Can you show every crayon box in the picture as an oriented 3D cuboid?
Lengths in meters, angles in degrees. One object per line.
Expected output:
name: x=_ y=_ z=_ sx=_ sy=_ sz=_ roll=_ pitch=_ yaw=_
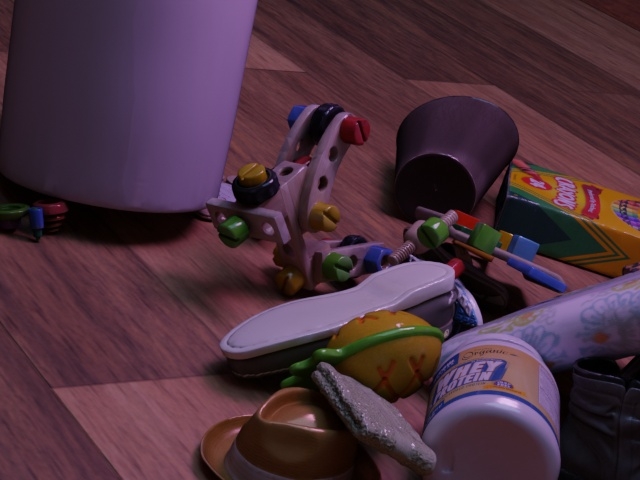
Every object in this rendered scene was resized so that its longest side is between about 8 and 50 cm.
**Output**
crayon box: x=0.440 y=-0.022 z=2.350 sx=0.318 sy=0.081 sz=0.202 roll=18 pitch=22 yaw=2

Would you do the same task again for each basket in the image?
basket: x=0.200 y=-0.119 z=2.315 sx=0.204 sy=0.154 sz=0.227 roll=-5 pitch=23 yaw=15

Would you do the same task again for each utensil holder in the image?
utensil holder: x=-0.253 y=-0.261 z=1.952 sx=0.327 sy=0.385 sz=0.327 roll=10 pitch=14 yaw=-3

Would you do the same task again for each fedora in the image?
fedora: x=-0.022 y=0.203 z=1.488 sx=0.194 sy=0.079 sz=0.194 roll=14 pitch=23 yaw=-6

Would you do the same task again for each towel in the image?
towel: x=0.356 y=0.095 z=1.789 sx=0.320 sy=0.090 sz=0.374 roll=-22 pitch=-5 yaw=36
towel: x=0.053 y=0.177 z=1.483 sx=0.110 sy=0.027 sz=0.148 roll=32 pitch=9 yaw=-28

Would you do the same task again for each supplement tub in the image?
supplement tub: x=0.183 y=0.194 z=1.569 sx=0.144 sy=0.144 sz=0.200 roll=18 pitch=22 yaw=2

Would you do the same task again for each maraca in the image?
maraca: x=0.048 y=0.131 z=1.594 sx=0.185 sy=0.127 sz=0.099 roll=-10 pitch=61 yaw=-21

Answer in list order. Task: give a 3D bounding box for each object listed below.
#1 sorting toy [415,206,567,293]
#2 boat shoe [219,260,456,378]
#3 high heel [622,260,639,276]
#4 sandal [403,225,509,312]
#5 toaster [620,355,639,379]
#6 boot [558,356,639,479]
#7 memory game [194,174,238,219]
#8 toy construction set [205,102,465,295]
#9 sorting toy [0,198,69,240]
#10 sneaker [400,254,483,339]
sorting toy: x=0.235 y=0.000 z=2.024 sx=0.196 sy=0.047 sz=0.347 roll=27 pitch=0 yaw=-11
boat shoe: x=0.028 y=0.109 z=1.703 sx=0.305 sy=0.091 sz=0.109 roll=-18 pitch=24 yaw=-26
high heel: x=0.445 y=0.088 z=2.129 sx=0.261 sy=0.093 sz=0.186 roll=-12 pitch=17 yaw=-36
sandal: x=0.191 y=0.035 z=2.037 sx=0.180 sy=0.072 sz=0.049 roll=32 pitch=56 yaw=22
toaster: x=0.414 y=0.212 z=1.718 sx=0.227 sy=0.129 sz=0.146 roll=28 pitch=27 yaw=24
boot: x=0.371 y=0.231 z=1.595 sx=0.246 sy=0.161 sz=0.083 roll=20 pitch=23 yaw=9
memory game: x=-0.142 y=-0.062 z=2.116 sx=0.186 sy=0.012 sz=0.186 roll=14 pitch=22 yaw=-6
toy construction set: x=0.000 y=0.000 z=1.858 sx=0.309 sy=0.257 sz=0.237 roll=33 pitch=46 yaw=20
sorting toy: x=-0.362 y=-0.024 z=1.844 sx=0.102 sy=0.042 sz=0.061 roll=-9 pitch=16 yaw=-25
sneaker: x=0.172 y=0.072 z=1.955 sx=0.083 sy=0.071 sz=0.191 roll=9 pitch=23 yaw=-34
